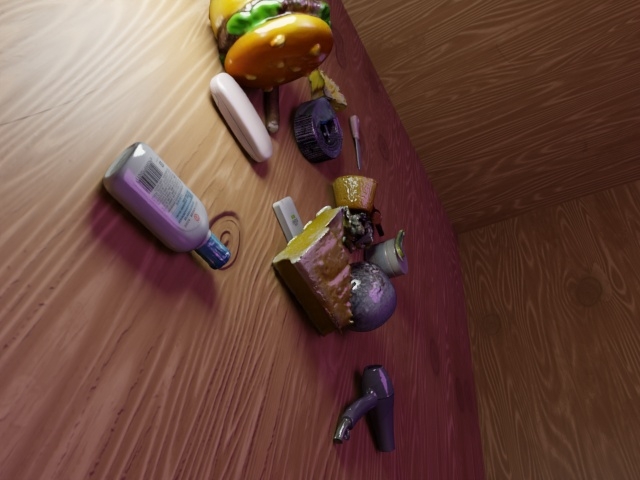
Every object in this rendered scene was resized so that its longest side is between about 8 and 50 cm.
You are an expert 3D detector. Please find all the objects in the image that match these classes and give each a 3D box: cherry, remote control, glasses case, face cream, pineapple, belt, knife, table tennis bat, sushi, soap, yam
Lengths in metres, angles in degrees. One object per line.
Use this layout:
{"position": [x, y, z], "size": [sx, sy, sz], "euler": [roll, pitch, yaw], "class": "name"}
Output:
{"position": [0.159, 0.208, 1.676], "size": [0.296, 0.218, 0.255], "euler": [-44, 116, -48], "class": "cherry"}
{"position": [-0.085, -0.024, 1.553], "size": [0.250, 0.034, 0.103], "euler": [67, 27, -9], "class": "remote control"}
{"position": [-0.245, -0.384, 1.433], "size": [0.296, 0.075, 0.113], "euler": [59, 27, -25], "class": "glasses case"}
{"position": [-0.331, -0.060, 1.038], "size": [0.336, 0.080, 0.163], "euler": [52, 31, -34], "class": "face cream"}
{"position": [0.021, -0.697, 2.158], "size": [0.236, 0.114, 0.186], "euler": [49, 33, -20], "class": "pineapple"}
{"position": [-0.007, -0.462, 1.909], "size": [0.325, 0.122, 0.260], "euler": [-49, 124, -58], "class": "belt"}
{"position": [0.198, -0.525, 2.466], "size": [0.081, 0.043, 0.335], "euler": [31, 53, -62], "class": "knife"}
{"position": [0.254, -0.136, 2.157], "size": [0.414, 0.051, 0.268], "euler": [-75, 144, -77], "class": "table tennis bat"}
{"position": [0.151, -0.037, 1.926], "size": [0.291, 0.131, 0.139], "euler": [46, 34, -59], "class": "sushi"}
{"position": [0.045, 0.102, 1.498], "size": [0.304, 0.169, 0.338], "euler": [-46, 117, -31], "class": "soap"}
{"position": [0.306, 0.091, 2.115], "size": [0.177, 0.153, 0.177], "euler": [42, 39, -48], "class": "face cream"}
{"position": [-0.175, -0.495, 1.671], "size": [0.057, 0.057, 0.241], "euler": [38, 42, -49], "class": "yam"}

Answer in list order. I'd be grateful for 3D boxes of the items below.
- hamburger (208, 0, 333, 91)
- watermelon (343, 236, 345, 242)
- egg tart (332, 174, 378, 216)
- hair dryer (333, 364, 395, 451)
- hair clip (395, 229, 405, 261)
{"position": [-0.147, -0.663, 1.481], "size": [0.396, 0.396, 0.277], "euler": [-16, 87, -64], "class": "hamburger"}
{"position": [0.019, 0.003, 1.664], "size": [0.098, 0.121, 0.158], "euler": [-38, 105, -40], "class": "watermelon"}
{"position": [0.147, -0.181, 1.962], "size": [0.202, 0.203, 0.147], "euler": [25, 64, -56], "class": "egg tart"}
{"position": [0.146, 0.614, 1.541], "size": [0.361, 0.121, 0.301], "euler": [-7, 88, -54], "class": "hair dryer"}
{"position": [0.361, 0.017, 2.053], "size": [0.060, 0.033, 0.188], "euler": [54, 32, -31], "class": "hair clip"}
